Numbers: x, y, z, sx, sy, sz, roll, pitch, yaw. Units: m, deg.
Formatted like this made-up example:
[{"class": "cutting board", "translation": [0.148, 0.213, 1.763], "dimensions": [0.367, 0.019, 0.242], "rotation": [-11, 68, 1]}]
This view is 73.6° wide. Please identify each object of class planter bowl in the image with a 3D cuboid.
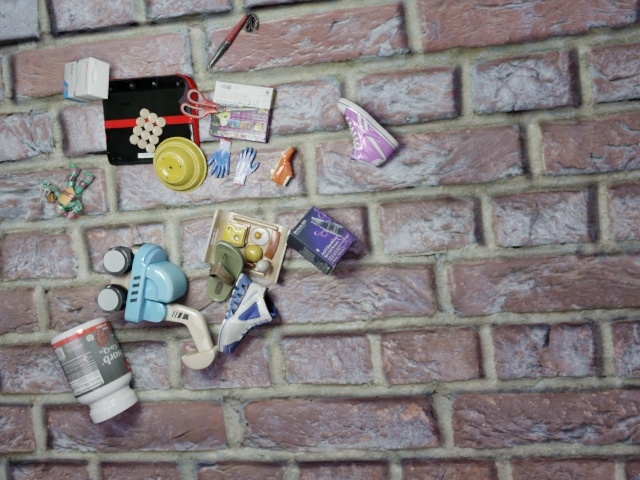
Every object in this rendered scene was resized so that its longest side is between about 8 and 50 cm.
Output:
[{"class": "planter bowl", "translation": [-0.559, -0.285, 1.643], "dimensions": [0.217, 0.090, 0.217], "rotation": [2, 106, 6]}]

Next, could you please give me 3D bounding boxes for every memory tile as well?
[{"class": "memory tile", "translation": [-0.676, -0.428, 1.672], "dimensions": [0.113, 0.012, 0.148], "rotation": [27, 100, 3]}]

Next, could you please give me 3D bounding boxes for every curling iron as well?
[{"class": "curling iron", "translation": [-0.344, -0.770, 1.656], "dimensions": [0.274, 0.035, 0.068], "rotation": [-42, 87, 6]}]

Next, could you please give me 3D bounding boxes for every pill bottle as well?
[{"class": "pill bottle", "translation": [-0.871, 0.503, 1.671], "dimensions": [0.210, 0.210, 0.362], "rotation": [-25, 89, 7]}]

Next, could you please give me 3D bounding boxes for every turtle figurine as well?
[{"class": "turtle figurine", "translation": [-1.015, -0.185, 1.714], "dimensions": [0.175, 0.118, 0.234], "rotation": [28, 79, -9]}]

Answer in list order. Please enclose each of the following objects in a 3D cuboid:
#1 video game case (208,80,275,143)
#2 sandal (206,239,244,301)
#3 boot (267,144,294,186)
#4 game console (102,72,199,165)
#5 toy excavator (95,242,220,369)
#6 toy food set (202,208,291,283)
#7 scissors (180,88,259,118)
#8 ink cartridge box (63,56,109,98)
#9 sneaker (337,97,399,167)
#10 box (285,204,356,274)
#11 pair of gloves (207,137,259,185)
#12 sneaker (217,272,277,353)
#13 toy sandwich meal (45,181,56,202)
[{"class": "video game case", "translation": [-0.305, -0.495, 1.656], "dimensions": [0.232, 0.042, 0.210], "rotation": [9, 93, 6]}, {"class": "sandal", "translation": [-0.367, 0.131, 1.603], "dimensions": [0.120, 0.086, 0.302], "rotation": [23, 123, 4]}, {"class": "boot", "translation": [-0.129, -0.285, 1.639], "dimensions": [0.085, 0.059, 0.157], "rotation": [32, 103, 2]}, {"class": "game console", "translation": [-0.676, -0.478, 1.701], "dimensions": [0.387, 0.060, 0.341], "rotation": [-2, 97, 8]}, {"class": "toy excavator", "translation": [-0.584, 0.241, 1.622], "dimensions": [0.446, 0.222, 0.432], "rotation": [10, 94, 6]}, {"class": "toy food set", "translation": [-0.284, 0.021, 1.645], "dimensions": [0.306, 0.092, 0.219], "rotation": [16, 94, 5]}, {"class": "scissors", "translation": [-0.386, -0.494, 1.635], "dimensions": [0.297, 0.021, 0.108], "rotation": [17, 95, 0]}, {"class": "ink cartridge box", "translation": [-0.916, -0.623, 1.669], "dimensions": [0.191, 0.082, 0.139], "rotation": [7, 93, 31]}, {"class": "sneaker", "translation": [0.137, -0.389, 1.581], "dimensions": [0.282, 0.102, 0.161], "rotation": [44, 99, 4]}, {"class": "box", "translation": [0.000, 0.000, 1.576], "dimensions": [0.207, 0.108, 0.153], "rotation": [37, 67, 3]}, {"class": "pair of gloves", "translation": [-0.342, -0.306, 1.677], "dimensions": [0.198, 0.023, 0.159], "rotation": [20, 94, 6]}, {"class": "sneaker", "translation": [-0.268, 0.299, 1.630], "dimensions": [0.182, 0.127, 0.315], "rotation": [18, 100, -2]}, {"class": "toy sandwich meal", "translation": [-1.106, -0.199, 1.749], "dimensions": [0.086, 0.029, 0.085], "rotation": [16, 112, 45]}]
